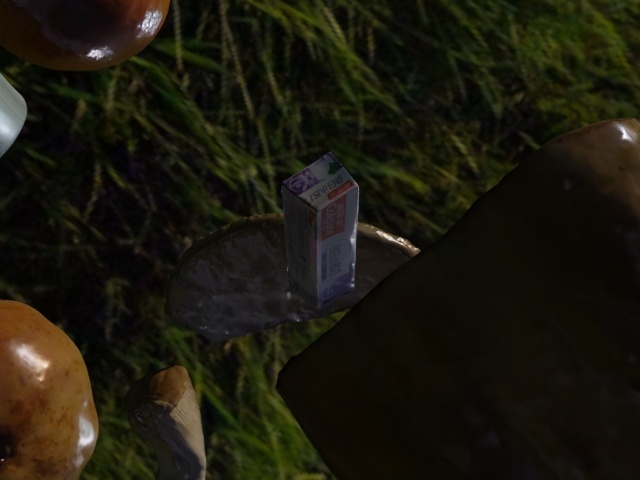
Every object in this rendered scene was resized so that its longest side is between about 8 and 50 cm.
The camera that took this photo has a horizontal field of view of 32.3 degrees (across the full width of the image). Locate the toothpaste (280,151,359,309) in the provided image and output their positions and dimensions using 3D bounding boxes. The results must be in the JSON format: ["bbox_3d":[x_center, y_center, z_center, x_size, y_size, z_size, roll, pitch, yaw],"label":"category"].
[{"bbox_3d":[0.000,0.000,0.889,0.047,0.040,0.196,-33,159,-15],"label":"toothpaste"}]

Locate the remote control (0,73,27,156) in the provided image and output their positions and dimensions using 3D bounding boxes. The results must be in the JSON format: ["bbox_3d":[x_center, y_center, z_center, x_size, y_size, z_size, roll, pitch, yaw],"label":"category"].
[{"bbox_3d":[-0.333,-0.133,0.968,0.103,0.051,0.293,-52,166,-9],"label":"remote control"}]

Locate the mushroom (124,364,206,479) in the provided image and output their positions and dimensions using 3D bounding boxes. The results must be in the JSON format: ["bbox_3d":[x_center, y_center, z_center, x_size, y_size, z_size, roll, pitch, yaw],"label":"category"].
[{"bbox_3d":[-0.109,0.195,0.836,0.054,0.059,0.202,-9,101,-11],"label":"mushroom"}]

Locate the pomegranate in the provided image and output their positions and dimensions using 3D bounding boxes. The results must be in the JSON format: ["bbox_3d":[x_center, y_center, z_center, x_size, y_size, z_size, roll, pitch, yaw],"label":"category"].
[{"bbox_3d":[-0.535,0.266,1.715,0.410,0.410,0.410,-38,149,-28],"label":"pomegranate"}]

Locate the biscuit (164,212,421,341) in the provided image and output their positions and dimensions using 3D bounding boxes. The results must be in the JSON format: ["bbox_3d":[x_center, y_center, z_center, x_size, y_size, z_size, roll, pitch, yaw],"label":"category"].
[{"bbox_3d":[-0.034,0.029,1.085,0.038,0.290,0.141,-85,159,-48],"label":"biscuit"}]

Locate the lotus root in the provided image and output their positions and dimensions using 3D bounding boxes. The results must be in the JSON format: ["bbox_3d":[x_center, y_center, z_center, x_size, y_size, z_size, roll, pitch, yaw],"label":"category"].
[{"bbox_3d":[0.182,0.091,0.634,0.316,0.250,0.316,-32,155,-17],"label":"lotus root"}]

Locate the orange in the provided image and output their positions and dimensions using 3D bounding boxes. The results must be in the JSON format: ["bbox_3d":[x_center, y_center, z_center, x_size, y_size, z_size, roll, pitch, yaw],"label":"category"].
[{"bbox_3d":[-0.352,-0.358,1.516,0.274,0.274,0.310,-61,157,13],"label":"orange"}]
